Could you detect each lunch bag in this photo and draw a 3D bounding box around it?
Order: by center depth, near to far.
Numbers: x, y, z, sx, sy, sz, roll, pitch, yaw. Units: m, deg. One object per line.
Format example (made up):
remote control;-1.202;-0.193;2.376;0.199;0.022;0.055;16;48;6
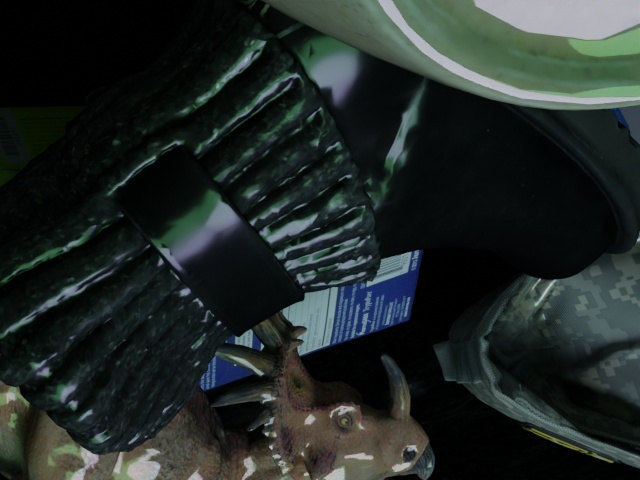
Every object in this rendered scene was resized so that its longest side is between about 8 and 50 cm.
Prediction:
lunch bag;0.221;0.058;1.151;0.287;0.169;0.235;-13;178;-1

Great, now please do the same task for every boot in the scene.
boot;-0.003;-0.002;0.853;0.260;0.131;0.348;-52;141;1

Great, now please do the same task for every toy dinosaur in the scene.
toy dinosaur;-0.103;0.090;0.942;0.295;0.127;0.200;21;119;-44

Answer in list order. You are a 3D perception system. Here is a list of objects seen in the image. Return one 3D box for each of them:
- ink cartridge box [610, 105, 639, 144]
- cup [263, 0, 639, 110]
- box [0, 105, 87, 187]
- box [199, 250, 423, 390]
ink cartridge box;0.207;-0.091;0.950;0.078;0.134;0.231;-22;153;-5
cup;0.051;-0.172;0.453;0.331;0.237;0.331;-10;139;-9
box;-0.150;0.003;0.907;0.109;0.042;0.178;-5;147;-39
box;-0.049;0.040;1.073;0.225;0.036;0.136;-20;153;-15
